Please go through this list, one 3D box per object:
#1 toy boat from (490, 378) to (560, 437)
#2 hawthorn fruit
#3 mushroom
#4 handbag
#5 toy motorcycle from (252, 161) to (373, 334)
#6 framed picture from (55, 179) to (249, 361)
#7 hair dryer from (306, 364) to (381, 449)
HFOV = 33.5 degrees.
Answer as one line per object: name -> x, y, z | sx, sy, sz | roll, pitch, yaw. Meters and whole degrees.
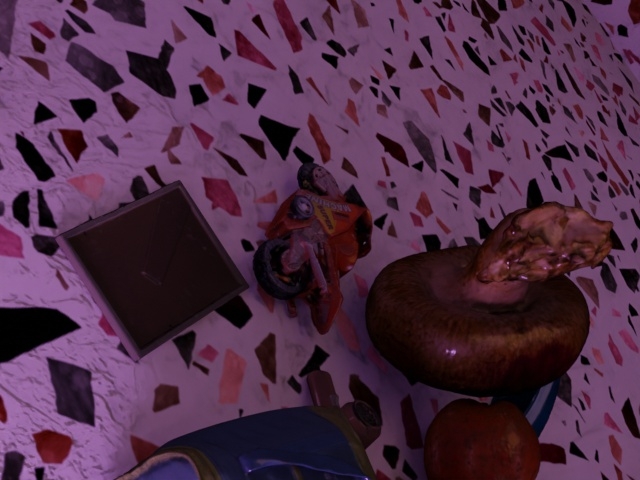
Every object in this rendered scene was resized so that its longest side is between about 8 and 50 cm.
toy boat -> 0.344, 0.276, 1.800 | 0.061, 0.096, 0.299 | 58, 36, -16
hawthorn fruit -> 0.238, 0.326, 1.571 | 0.189, 0.189, 0.189 | 30, 44, -34
mushroom -> 0.227, 0.078, 1.582 | 0.334, 0.331, 0.356 | -123, -166, -57
handbag -> -0.067, 0.324, 1.162 | 0.241, 0.222, 0.263 | -8, 73, -47
toy motorcycle -> -0.002, -0.001, 1.592 | 0.171, 0.089, 0.298 | 46, 37, -18
framed picture -> -0.210, 0.031, 1.384 | 0.184, 0.016, 0.250 | 57, 35, -1
hair dryer -> 0.013, 0.228, 1.444 | 0.064, 0.117, 0.181 | 29, 25, -32
